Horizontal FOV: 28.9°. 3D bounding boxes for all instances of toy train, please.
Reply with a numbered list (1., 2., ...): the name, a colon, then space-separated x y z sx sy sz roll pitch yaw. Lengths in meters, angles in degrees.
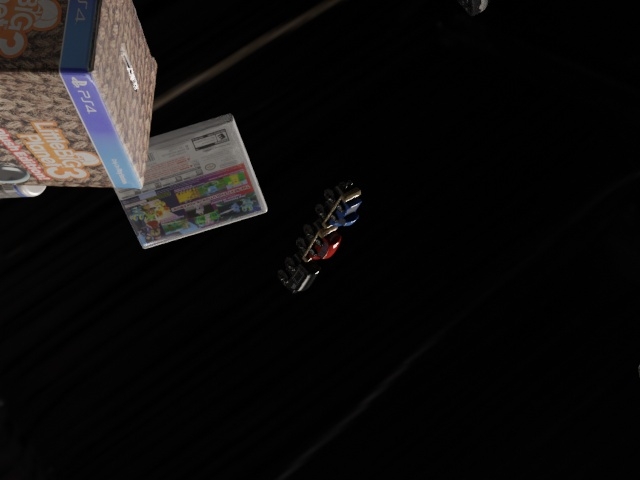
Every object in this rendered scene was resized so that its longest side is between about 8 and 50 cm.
1. toy train: 0.000 0.000 1.177 0.036 0.027 0.158 49 -42 16

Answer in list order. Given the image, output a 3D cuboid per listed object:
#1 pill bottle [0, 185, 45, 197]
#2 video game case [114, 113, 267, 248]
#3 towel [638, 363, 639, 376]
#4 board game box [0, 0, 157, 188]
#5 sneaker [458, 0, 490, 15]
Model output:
1. pill bottle: -0.450 -0.096 1.707 0.137 0.078 0.078 -1 -45 23
2. video game case: -0.199 -0.085 1.832 0.023 0.201 0.183 -104 176 -49
3. towel: 0.519 0.016 1.427 0.056 0.324 0.312 35 -20 -14
4. board game box: -0.317 -0.160 1.136 0.232 0.290 0.141 81 11 -67
5. sneaker: 0.160 -0.289 1.183 0.084 0.097 0.235 51 -1 6
